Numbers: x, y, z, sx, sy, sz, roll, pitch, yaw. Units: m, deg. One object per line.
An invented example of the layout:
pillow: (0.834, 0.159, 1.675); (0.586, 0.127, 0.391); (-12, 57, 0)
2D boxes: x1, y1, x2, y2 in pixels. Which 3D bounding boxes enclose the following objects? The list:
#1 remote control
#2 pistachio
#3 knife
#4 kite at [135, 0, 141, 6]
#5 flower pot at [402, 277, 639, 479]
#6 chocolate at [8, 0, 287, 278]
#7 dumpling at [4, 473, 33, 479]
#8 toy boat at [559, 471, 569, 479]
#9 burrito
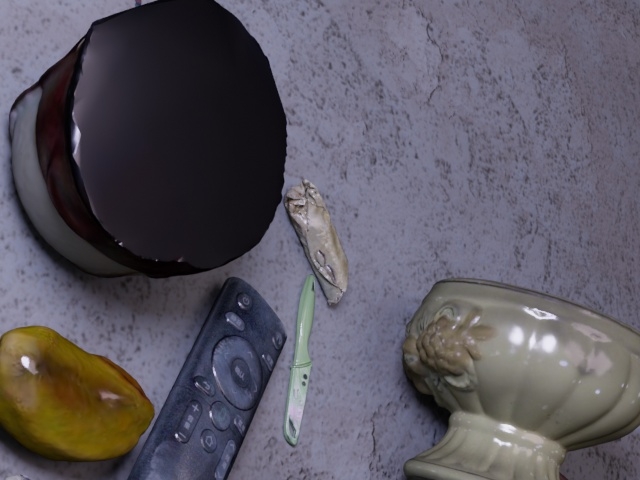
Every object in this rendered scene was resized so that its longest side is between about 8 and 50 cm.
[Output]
remote control: (-0.123, 0.198, 1.430); (0.107, 0.044, 0.377); (57, 37, -29)
pistachio: (-0.245, 0.150, 1.319); (0.189, 0.100, 0.110); (35, 76, -45)
knife: (-0.021, 0.135, 1.616); (0.030, 0.014, 0.207); (28, 60, -39)
kite: (-0.203, -0.301, 1.565); (0.122, 0.004, 0.090); (22, 63, -41)
flower pot: (0.230, 0.199, 1.672); (0.307, 0.307, 0.244); (28, 74, -38)
chocolate: (-0.189, -0.091, 1.384); (0.283, 0.186, 0.284); (4, 85, -47)
dumpling: (-0.245, 0.331, 1.237); (0.172, 0.142, 0.247); (75, 0, -49)
toy boat: (0.301, 0.330, 1.873); (0.229, 0.046, 0.080); (43, 55, -31)
burrito: (0.000, 0.000, 1.659); (0.055, 0.041, 0.149); (-34, 106, -36)
